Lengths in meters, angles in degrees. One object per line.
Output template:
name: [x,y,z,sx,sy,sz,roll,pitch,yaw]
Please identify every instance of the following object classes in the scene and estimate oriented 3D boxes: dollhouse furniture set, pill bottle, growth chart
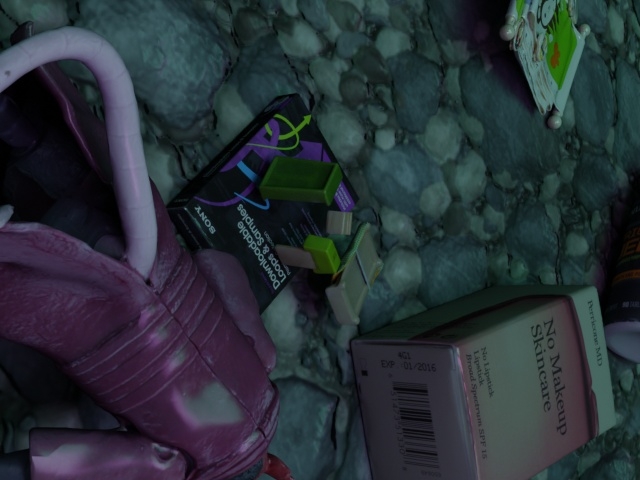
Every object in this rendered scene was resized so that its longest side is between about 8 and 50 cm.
dollhouse furniture set: [0.000,0.000,0.854,0.152,0.058,0.076,68,37,-47]
pill bottle: [0.425,0.022,1.236,0.130,0.130,0.246,39,61,-36]
growth chart: [0.247,-0.233,1.111,0.237,0.021,0.172,42,62,-56]

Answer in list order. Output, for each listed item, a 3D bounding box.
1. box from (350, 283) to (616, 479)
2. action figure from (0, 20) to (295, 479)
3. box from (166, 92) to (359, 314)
box: [0.159,0.136,0.968,0.232,0.126,0.149,-15,98,-44]
action figure: [-0.105,0.034,0.618,0.370,0.275,0.248,53,51,-25]
box: [-0.042,-0.030,0.849,0.162,0.029,0.116,-49,120,-33]
